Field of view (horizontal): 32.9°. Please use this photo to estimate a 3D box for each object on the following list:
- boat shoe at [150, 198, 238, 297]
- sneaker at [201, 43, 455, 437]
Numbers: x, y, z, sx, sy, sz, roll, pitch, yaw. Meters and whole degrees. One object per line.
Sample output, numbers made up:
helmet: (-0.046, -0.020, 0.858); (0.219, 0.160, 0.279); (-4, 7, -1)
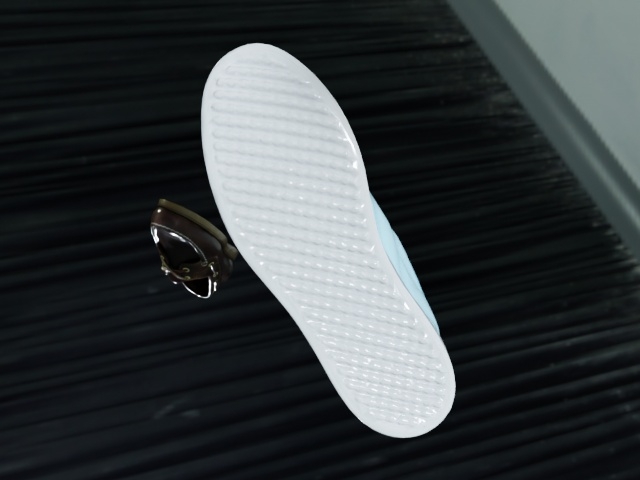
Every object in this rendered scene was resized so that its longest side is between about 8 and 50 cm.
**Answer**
boat shoe: (-0.141, 0.016, 1.190); (0.073, 0.073, 0.207); (26, 170, 18)
sneaker: (0.000, 0.000, 0.973); (0.150, 0.135, 0.365); (-107, -6, -82)
